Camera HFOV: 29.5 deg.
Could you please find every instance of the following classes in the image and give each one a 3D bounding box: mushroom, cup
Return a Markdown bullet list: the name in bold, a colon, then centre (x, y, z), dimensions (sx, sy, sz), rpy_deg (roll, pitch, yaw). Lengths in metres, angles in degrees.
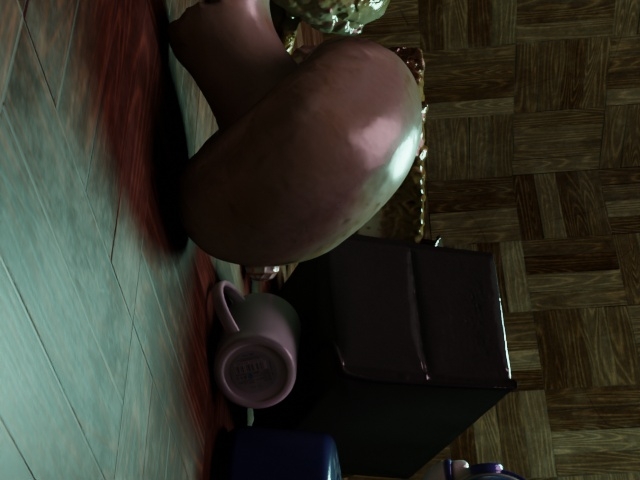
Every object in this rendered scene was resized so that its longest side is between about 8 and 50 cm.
- **mushroom**: centre (-0.055, -0.124, 1.287), dimensions (0.290, 0.297, 0.297), rpy_deg (49, 9, -6)
- **cup**: centre (-0.091, 0.123, 1.470), dimensions (0.099, 0.136, 0.133), rpy_deg (-57, -170, 19)

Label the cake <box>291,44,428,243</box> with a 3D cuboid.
- **cake**: centre (0.041, -0.157, 2.072), dimensions (0.282, 0.290, 0.255), rpy_deg (83, 8, -46)

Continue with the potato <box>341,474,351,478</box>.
- **potato**: centre (0.023, 0.230, 2.036), dimensions (0.212, 0.330, 0.280), rpy_deg (-54, 128, -39)

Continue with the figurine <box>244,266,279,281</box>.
- **figurine**: centre (0.000, 0.000, 1.842), dimensions (0.281, 0.167, 0.370), rpy_deg (-39, 114, -48)

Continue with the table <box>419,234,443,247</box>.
- **table**: centre (0.109, 0.091, 2.138), dimensions (0.172, 0.193, 0.169), rpy_deg (-55, 142, -38)

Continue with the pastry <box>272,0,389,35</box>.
- **pastry**: centre (-0.013, -0.423, 1.643), dimensions (0.330, 0.136, 0.329), rpy_deg (34, 37, -30)

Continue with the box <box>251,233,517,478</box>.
- **box**: centre (0.068, 0.164, 1.633), dimensions (0.345, 0.251, 0.204), rpy_deg (127, -35, -53)

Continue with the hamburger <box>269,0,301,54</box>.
- **hamburger**: centre (-0.090, -0.343, 1.735), dimensions (0.262, 0.124, 0.131), rpy_deg (-83, -169, -46)

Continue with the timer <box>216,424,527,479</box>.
- **timer**: centre (0.078, 0.345, 1.447), dimensions (0.270, 0.384, 0.270), rpy_deg (-5, 90, -86)
